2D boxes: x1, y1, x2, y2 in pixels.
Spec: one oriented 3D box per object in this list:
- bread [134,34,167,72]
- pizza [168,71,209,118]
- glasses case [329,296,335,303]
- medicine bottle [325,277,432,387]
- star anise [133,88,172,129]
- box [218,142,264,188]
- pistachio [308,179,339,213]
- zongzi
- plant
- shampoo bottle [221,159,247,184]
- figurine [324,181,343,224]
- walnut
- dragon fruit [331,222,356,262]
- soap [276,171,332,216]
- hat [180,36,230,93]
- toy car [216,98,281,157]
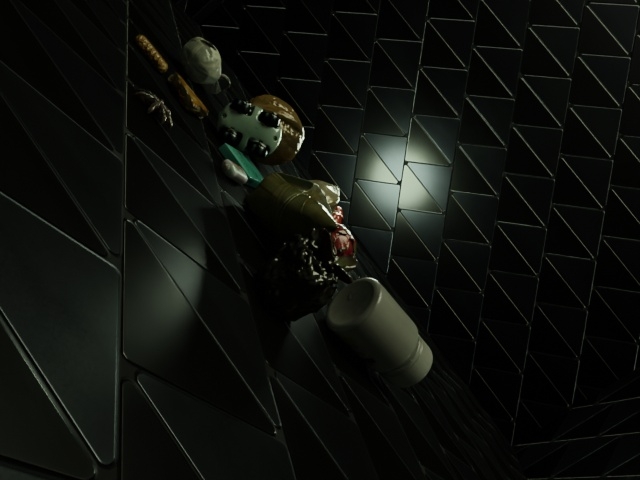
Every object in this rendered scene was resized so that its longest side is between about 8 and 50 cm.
[{"bbox_3d":[-0.599,-0.660,1.795,0.157,0.044,0.052,52,15,-1],"label":"bread"},{"bbox_3d":[-0.470,-0.501,1.814,0.182,0.063,0.161,52,1,-37],"label":"pizza"},{"bbox_3d":[0.112,0.248,1.792,0.184,0.078,0.039,44,16,-42],"label":"glasses case"},{"bbox_3d":[0.193,0.299,1.599,0.339,0.208,0.208,49,10,-26],"label":"medicine bottle"},{"bbox_3d":[-0.459,-0.374,1.423,0.141,0.042,0.141,51,11,-14],"label":"star anise"},{"bbox_3d":[-0.281,-0.270,1.903,0.162,0.041,0.229,55,9,10],"label":"box"},{"bbox_3d":[-0.018,-0.181,2.312,0.332,0.226,0.207,-52,128,-66],"label":"pistachio"},{"bbox_3d":[0.000,0.000,1.641,0.418,0.181,0.447,28,-12,43],"label":"zongzi"},{"bbox_3d":[-0.030,0.085,1.267,0.204,0.234,0.178,51,13,-51],"label":"plant"},{"bbox_3d":[-0.293,-0.233,1.704,0.072,0.043,0.099,56,10,21],"label":"shampoo bottle"},{"bbox_3d":[0.020,-0.145,2.547,0.257,0.181,0.208,63,-17,15],"label":"figurine"},{"bbox_3d":[-0.228,-0.495,2.284,0.332,0.333,0.333,51,9,-12],"label":"walnut"},{"bbox_3d":[0.051,0.036,2.005,0.274,0.193,0.192,58,-20,21],"label":"dragon fruit"},{"bbox_3d":[-0.085,-0.163,1.966,0.274,0.089,0.173,25,-30,51],"label":"soap"},{"bbox_3d":[-0.527,-0.760,2.249,0.232,0.161,0.275,53,-15,10],"label":"hat"},{"bbox_3d":[-0.283,-0.434,2.005,0.256,0.188,0.190,21,-3,-9],"label":"toy car"}]
